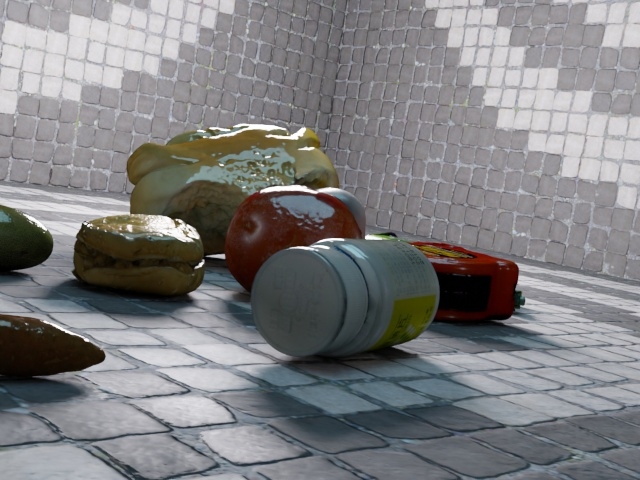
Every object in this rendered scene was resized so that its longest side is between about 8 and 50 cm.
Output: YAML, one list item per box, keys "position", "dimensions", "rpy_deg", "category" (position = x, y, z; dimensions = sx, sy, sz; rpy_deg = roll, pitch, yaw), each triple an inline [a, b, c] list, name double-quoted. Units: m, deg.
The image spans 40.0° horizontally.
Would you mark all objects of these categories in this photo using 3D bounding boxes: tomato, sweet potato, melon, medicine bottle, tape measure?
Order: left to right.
- position: [-0.286, 0.087, 0.755]
  dimensions: [0.202, 0.058, 0.055]
  rpy_deg: [8, 25, -15]
  category: "sweet potato"
- position: [-0.471, -0.004, 1.281]
  dimensions: [0.162, 0.099, 0.099]
  rpy_deg: [10, 3, -29]
  category: "melon"
- position: [-0.038, 0.006, 1.420]
  dimensions: [0.232, 0.188, 0.232]
  rpy_deg: [11, 4, -1]
  category: "tomato"
- position: [0.035, 0.067, 1.068]
  dimensions: [0.143, 0.143, 0.258]
  rpy_deg: [11, 4, 30]
  category: "medicine bottle"
- position: [0.199, 0.071, 1.553]
  dimensions: [0.260, 0.114, 0.253]
  rpy_deg: [2, 8, -33]
  category: "tape measure"

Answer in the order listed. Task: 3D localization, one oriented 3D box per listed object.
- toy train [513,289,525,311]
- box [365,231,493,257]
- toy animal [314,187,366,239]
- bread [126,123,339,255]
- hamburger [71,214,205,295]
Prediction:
- position: [0.341, 0.112, 1.722]
  dimensions: [0.122, 0.050, 0.081]
  rpy_deg: [9, -3, 19]
  category: "toy train"
- position: [0.241, 0.051, 1.950]
  dimensions: [0.134, 0.097, 0.345]
  rpy_deg: [4, 6, -38]
  category: "box"
- position: [0.000, -0.007, 1.636]
  dimensions: [0.165, 0.187, 0.235]
  rpy_deg: [19, 9, 12]
  category: "toy animal"
- position: [-0.176, -0.118, 1.776]
  dimensions: [0.424, 0.245, 0.329]
  rpy_deg: [-9, -10, -19]
  category: "bread"
- position: [-0.269, 0.018, 1.318]
  dimensions: [0.213, 0.108, 0.214]
  rpy_deg: [8, 4, 0]
  category: "hamburger"
